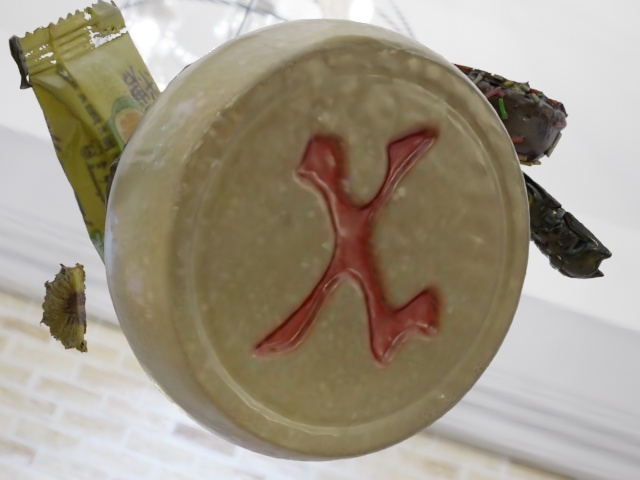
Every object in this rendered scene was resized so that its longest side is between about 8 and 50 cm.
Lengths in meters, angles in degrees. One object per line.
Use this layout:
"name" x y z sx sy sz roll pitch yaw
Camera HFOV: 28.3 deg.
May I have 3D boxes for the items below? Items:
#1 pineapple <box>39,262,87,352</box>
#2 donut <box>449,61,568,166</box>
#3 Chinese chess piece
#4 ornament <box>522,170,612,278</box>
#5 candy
"pineapple" -0.237 0.062 1.172 0.045 0.083 0.019 -2 0 27
"donut" 0.202 -0.174 1.718 0.270 0.103 0.270 18 3 -1
"Chinese chess piece" 0.000 0.000 0.977 0.338 0.338 0.140 33 -8 -27
"ornament" 0.279 0.044 1.852 0.202 0.236 0.080 43 6 7
"candy" -0.198 -0.081 1.254 0.081 0.187 0.297 -8 -71 27
